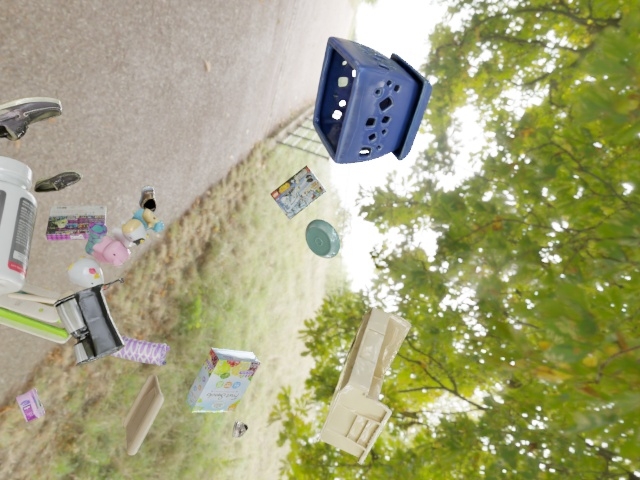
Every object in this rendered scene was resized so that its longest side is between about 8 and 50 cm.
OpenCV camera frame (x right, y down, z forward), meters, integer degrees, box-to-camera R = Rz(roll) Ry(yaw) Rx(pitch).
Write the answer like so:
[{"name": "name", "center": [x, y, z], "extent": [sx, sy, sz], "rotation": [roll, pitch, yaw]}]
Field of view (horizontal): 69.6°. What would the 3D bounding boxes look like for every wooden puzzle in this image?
[{"name": "wooden puzzle", "center": [-0.638, 0.626, 1.674], "extent": [0.238, 0.044, 0.221], "rotation": [8, -110, 62]}]

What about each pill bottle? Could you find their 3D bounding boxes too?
[{"name": "pill bottle", "center": [-0.806, -0.040, 1.132], "extent": [0.176, 0.176, 0.319], "rotation": [127, -38, -62]}]

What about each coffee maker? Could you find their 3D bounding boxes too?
[{"name": "coffee maker", "center": [-0.578, 0.213, 1.202], "extent": [0.120, 0.171, 0.178], "rotation": [91, -26, -86]}]

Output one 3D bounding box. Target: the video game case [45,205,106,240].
[{"name": "video game case", "center": [-1.089, -0.082, 2.067], "extent": [0.210, 0.232, 0.042], "rotation": [-116, -148, -45]}]

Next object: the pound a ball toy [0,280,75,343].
[{"name": "pound a ball toy", "center": [-0.877, 0.183, 1.431], "extent": [0.136, 0.319, 0.208], "rotation": [-70, 173, -46]}]

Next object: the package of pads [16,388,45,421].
[{"name": "package of pads", "center": [-0.841, 0.479, 1.336], "extent": [0.083, 0.050, 0.032], "rotation": [65, 8, 3]}]

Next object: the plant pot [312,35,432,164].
[{"name": "plant pot", "center": [0.122, -0.330, 1.108], "extent": [0.236, 0.212, 0.236], "rotation": [-113, -150, -47]}]

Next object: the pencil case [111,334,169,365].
[{"name": "pencil case", "center": [-0.667, 0.401, 1.701], "extent": [0.088, 0.206, 0.086], "rotation": [-83, -173, -61]}]

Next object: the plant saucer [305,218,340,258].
[{"name": "plant saucer", "center": [0.000, 0.000, 1.279], "extent": [0.021, 0.119, 0.119], "rotation": [-34, 156, -47]}]

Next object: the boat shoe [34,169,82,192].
[{"name": "boat shoe", "center": [-0.845, -0.183, 1.484], "extent": [0.049, 0.152, 0.056], "rotation": [-102, 174, -46]}]

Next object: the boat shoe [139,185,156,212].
[{"name": "boat shoe", "center": [-0.709, -0.148, 1.894], "extent": [0.183, 0.066, 0.066], "rotation": [117, -43, -58]}]

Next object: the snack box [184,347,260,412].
[{"name": "snack box", "center": [-0.323, 0.468, 1.530], "extent": [0.070, 0.174, 0.207], "rotation": [38, -76, 45]}]

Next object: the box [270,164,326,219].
[{"name": "box", "center": [-0.064, -0.138, 1.325], "extent": [0.137, 0.094, 0.027], "rotation": [-37, 174, 4]}]

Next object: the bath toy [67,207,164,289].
[{"name": "bath toy", "center": [-0.700, 0.034, 1.588], "extent": [0.151, 0.129, 0.348], "rotation": [-43, -170, 52]}]

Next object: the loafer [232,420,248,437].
[{"name": "loafer", "center": [-0.234, 0.552, 1.351], "extent": [0.125, 0.039, 0.045], "rotation": [112, -14, -76]}]

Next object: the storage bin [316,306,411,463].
[{"name": "storage bin", "center": [0.111, 0.342, 1.122], "extent": [0.262, 0.123, 0.260], "rotation": [-60, 170, -50]}]

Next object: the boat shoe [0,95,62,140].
[{"name": "boat shoe", "center": [-0.832, -0.310, 1.226], "extent": [0.103, 0.285, 0.092], "rotation": [-27, -91, 55]}]

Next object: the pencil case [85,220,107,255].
[{"name": "pencil case", "center": [-0.845, -0.005, 1.732], "extent": [0.152, 0.070, 0.064], "rotation": [-52, -177, 43]}]
